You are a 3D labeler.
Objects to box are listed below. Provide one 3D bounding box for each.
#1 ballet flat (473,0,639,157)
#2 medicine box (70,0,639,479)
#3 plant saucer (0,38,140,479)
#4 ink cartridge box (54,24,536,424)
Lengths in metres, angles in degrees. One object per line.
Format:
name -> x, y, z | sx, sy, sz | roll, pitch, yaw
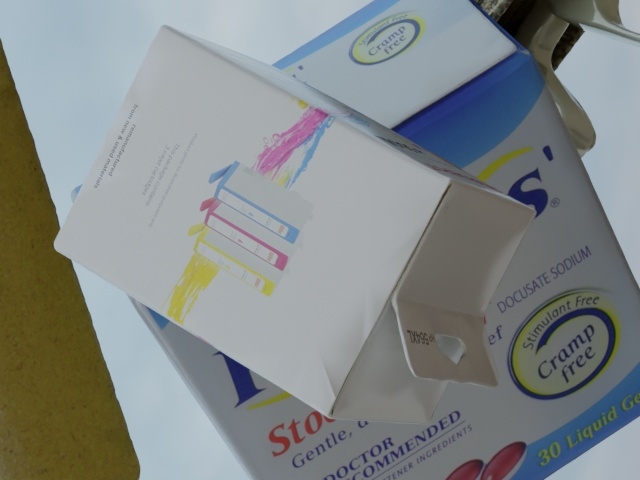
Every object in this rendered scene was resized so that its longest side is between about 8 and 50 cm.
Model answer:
ballet flat -> 0.163, -0.169, 1.321 | 0.483, 0.182, 0.164 | -50, -26, 16
medicine box -> 0.039, 0.031, 1.204 | 0.289, 0.263, 0.149 | 60, 176, -36
plant saucer -> -0.304, 0.032, 1.129 | 0.081, 0.332, 0.333 | -57, -43, -55
ink cartridge box -> 0.000, 0.000, 0.690 | 0.090, 0.143, 0.092 | -64, -24, 7
